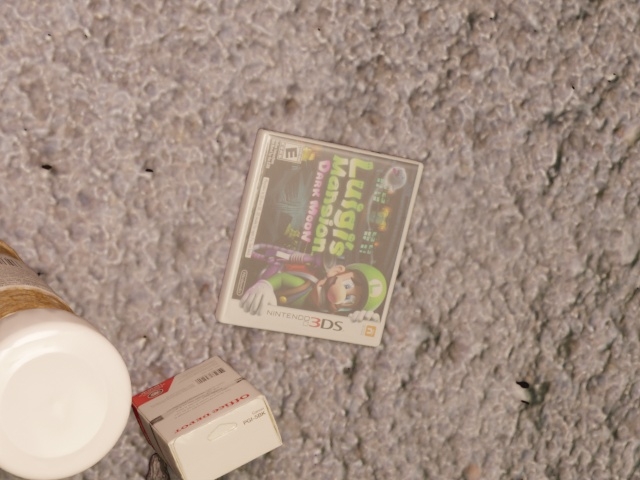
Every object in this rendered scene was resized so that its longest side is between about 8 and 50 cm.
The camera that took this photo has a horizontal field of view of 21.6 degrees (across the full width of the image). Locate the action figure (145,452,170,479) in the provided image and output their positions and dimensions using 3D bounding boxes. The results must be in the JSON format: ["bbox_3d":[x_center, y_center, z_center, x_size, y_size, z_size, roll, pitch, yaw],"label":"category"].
[{"bbox_3d":[-0.088,0.376,1.599,0.341,0.178,0.330,-13,113,7],"label":"action figure"}]

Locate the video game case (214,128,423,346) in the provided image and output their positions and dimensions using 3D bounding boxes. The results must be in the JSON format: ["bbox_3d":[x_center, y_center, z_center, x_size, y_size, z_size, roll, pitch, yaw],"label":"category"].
[{"bbox_3d":[0.000,0.000,1.628,0.173,0.022,0.190,10,98,-24],"label":"video game case"}]

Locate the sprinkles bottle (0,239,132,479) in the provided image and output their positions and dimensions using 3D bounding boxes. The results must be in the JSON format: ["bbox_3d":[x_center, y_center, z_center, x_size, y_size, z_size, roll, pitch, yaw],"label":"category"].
[{"bbox_3d":[-0.255,0.083,1.361,0.121,0.355,0.121,-5,103,-21],"label":"sprinkles bottle"}]

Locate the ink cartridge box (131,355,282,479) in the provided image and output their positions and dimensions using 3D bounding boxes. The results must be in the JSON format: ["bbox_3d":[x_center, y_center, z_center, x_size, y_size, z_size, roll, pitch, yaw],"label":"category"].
[{"bbox_3d":[-0.108,0.168,1.560,0.099,0.135,0.056,-25,111,-14],"label":"ink cartridge box"}]
